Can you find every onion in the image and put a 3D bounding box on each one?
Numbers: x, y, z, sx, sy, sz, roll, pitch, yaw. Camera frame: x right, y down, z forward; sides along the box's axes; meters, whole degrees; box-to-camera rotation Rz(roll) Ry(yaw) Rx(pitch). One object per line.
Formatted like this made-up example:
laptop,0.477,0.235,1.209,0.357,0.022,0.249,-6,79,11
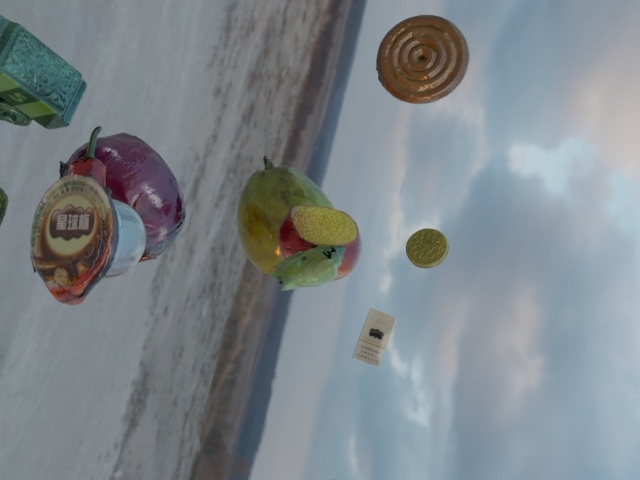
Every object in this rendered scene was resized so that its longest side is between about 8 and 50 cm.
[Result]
onion,-0.532,-0.070,1.725,0.385,0.348,0.347,-45,163,-35

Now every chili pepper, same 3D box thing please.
chili pepper,-0.452,-0.069,1.452,0.368,0.137,0.092,60,6,25

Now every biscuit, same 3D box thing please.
biscuit,0.280,-0.505,1.930,0.037,0.262,0.261,18,86,-76
biscuit,0.206,0.016,1.341,0.023,0.084,0.083,54,44,-55

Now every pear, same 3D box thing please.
pear,-0.098,-0.062,1.959,0.287,0.288,0.375,121,-50,-83

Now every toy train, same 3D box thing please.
toy train,-0.700,-0.381,1.599,0.299,0.238,0.166,40,59,-47

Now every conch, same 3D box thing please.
conch,-0.020,0.055,1.472,0.095,0.201,0.079,34,-53,48

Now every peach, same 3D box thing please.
peach,0.000,0.000,1.629,0.190,0.190,0.192,-78,148,-47

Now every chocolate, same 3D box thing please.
chocolate,-0.373,0.003,1.184,0.147,0.221,0.221,18,85,-55

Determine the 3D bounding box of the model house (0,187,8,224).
model house,-1.046,-0.080,1.924,0.266,0.321,0.261,-169,-86,-69

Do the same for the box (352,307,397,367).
box,0.168,0.303,2.165,0.024,0.090,0.166,94,17,-83
